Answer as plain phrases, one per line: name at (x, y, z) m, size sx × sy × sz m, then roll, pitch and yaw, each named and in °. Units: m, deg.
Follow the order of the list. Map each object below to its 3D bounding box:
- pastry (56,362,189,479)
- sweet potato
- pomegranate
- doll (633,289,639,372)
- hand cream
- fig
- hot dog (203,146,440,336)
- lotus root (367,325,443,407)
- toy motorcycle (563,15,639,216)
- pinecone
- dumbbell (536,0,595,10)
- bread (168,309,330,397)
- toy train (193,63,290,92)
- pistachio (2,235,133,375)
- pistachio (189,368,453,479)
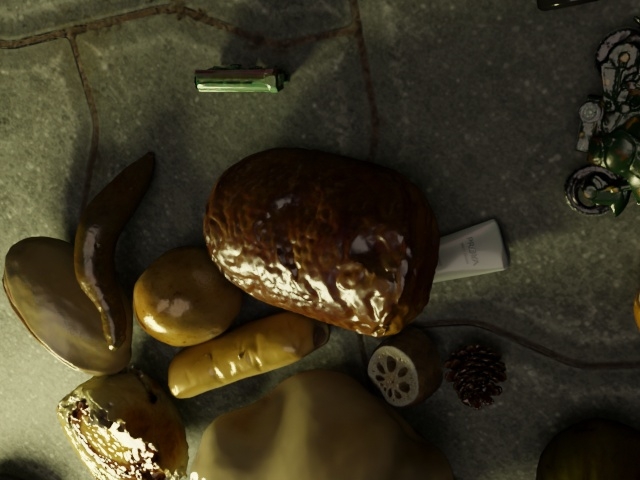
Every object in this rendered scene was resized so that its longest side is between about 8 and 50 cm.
pastry at (-0.362, 0.353, 1.317) m, size 0.237 × 0.170 × 0.256 m, roll -19°, pitch 113°, yaw 43°
sweet potato at (-0.362, 0.011, 1.169) m, size 0.109 × 0.079 × 0.345 m, roll 8°, pitch 87°, yaw -2°
pomegranate at (-0.220, 0.089, 1.177) m, size 0.196 × 0.196 × 0.196 m, roll 5°, pitch 110°, yaw 15°
doll at (0.519, 0.120, 0.938) m, size 0.213 × 0.213 × 0.236 m, roll 32°, pitch 117°, yaw 4°
hand cream at (0.172, 0.037, 1.100) m, size 0.255 × 0.048 × 0.079 m, roll -17°, pitch 89°, yaw 23°
fig at (0.400, 0.411, 1.016) m, size 0.217 × 0.321 × 0.216 m, roll 14°, pitch 116°, yaw 32°
hot dog at (0.000, 0.000, 1.054) m, size 0.388 × 0.174 × 0.266 m, roll 17°, pitch 100°, yaw 28°
lotus root at (0.140, 0.210, 1.139) m, size 0.112 × 0.081 × 0.122 m, roll -46°, pitch 70°, yaw 31°
toy motorcycle at (0.439, -0.152, 0.918) m, size 0.187 × 0.125 × 0.274 m, roll 13°, pitch 112°, yaw 22°
pinecone at (0.248, 0.215, 1.107) m, size 0.102 × 0.109 × 0.102 m, roll 5°, pitch 110°, yaw 13°
dumbbell at (0.317, -0.398, 0.877) m, size 0.100 × 0.100 × 0.191 m, roll -6°, pitch 107°, yaw 19°
bread at (-0.132, 0.192, 1.199) m, size 0.305 × 0.142 × 0.091 m, roll -22°, pitch 83°, yaw 23°
toy train at (-0.123, -0.253, 1.075) m, size 0.148 × 0.071 × 0.038 m, roll 4°, pitch 110°, yaw 16°
pistachio at (-0.447, 0.117, 1.246) m, size 0.293 × 0.181 × 0.162 m, roll 50°, pitch 139°, yaw -6°
pistachio at (-0.002, 0.402, 1.155) m, size 0.446 × 0.281 × 0.365 m, roll -4°, pitch 77°, yaw 12°
